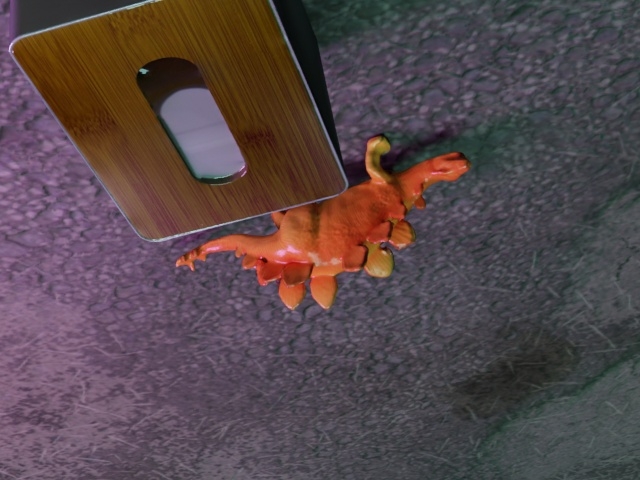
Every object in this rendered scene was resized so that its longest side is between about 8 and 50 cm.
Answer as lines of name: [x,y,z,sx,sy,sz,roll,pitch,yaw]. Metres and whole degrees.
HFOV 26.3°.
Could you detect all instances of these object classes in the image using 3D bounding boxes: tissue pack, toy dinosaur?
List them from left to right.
tissue pack: [-0.091,-0.130,0.915,0.159,0.136,0.246,-15,149,8]
toy dinosaur: [0.000,0.000,1.167,0.288,0.117,0.070,-23,147,16]
